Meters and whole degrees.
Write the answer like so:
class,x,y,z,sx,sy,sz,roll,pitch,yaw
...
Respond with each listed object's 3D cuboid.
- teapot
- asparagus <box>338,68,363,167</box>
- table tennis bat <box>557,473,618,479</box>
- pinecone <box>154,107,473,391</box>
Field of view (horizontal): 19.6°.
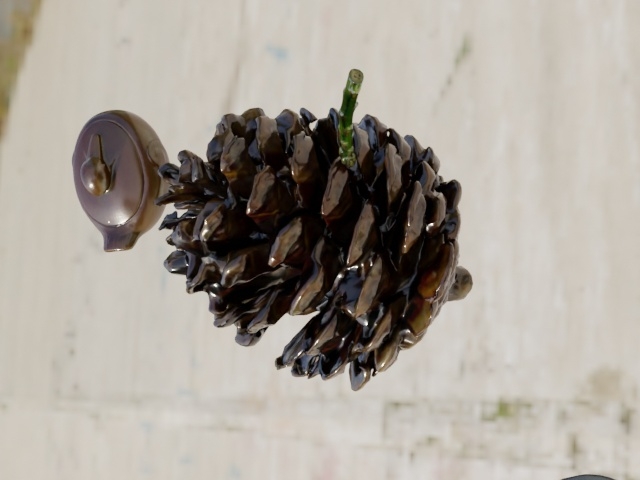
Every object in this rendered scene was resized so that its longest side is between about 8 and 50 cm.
class,x,y,z,sx,sy,sz,roll,pitch,yaw
teapot,-0.188,-0.054,1.692,0.078,0.098,0.129,-14,-79,-59
asparagus,0.020,-0.084,1.350,0.163,0.016,0.016,93,-177,-68
table tennis bat,0.249,0.298,1.498,0.234,0.131,0.022,54,-171,12
pinecone,0.000,0.000,1.498,0.224,0.273,0.224,-53,24,35
